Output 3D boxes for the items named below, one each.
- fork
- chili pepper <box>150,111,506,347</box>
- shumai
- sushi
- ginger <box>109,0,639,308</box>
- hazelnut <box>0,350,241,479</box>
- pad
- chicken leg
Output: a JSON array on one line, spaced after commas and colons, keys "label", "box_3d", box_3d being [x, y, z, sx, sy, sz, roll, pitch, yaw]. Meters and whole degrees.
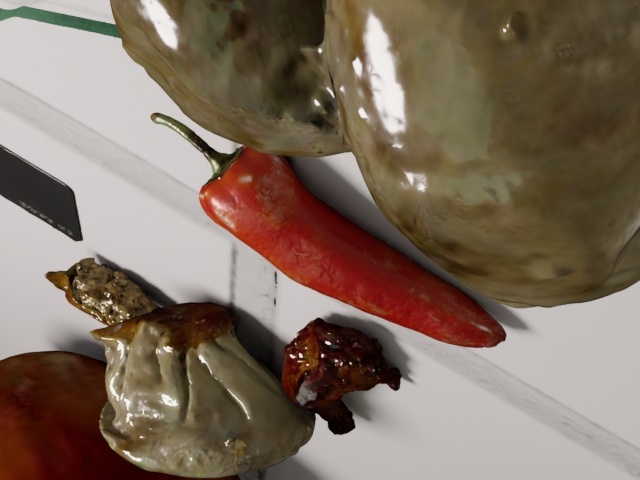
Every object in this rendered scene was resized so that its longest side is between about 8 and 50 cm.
[{"label": "fork", "box_3d": [-0.182, -0.142, 0.895, 0.235, 0.039, 0.021, 18, 156, 27]}, {"label": "chili pepper", "box_3d": [0.000, 0.000, 0.893, 0.272, 0.063, 0.071, 35, 169, -6]}, {"label": "shumai", "box_3d": [-0.099, 0.115, 1.178, 0.201, 0.201, 0.120, 18, 110, 33]}, {"label": "sushi", "box_3d": [-0.187, 0.054, 1.239, 0.120, 0.052, 0.055, 30, 155, 9]}, {"label": "ginger", "box_3d": [0.022, -0.096, 0.593, 0.304, 0.155, 0.244, 27, 163, 36]}, {"label": "hazelnut", "box_3d": [-0.260, 0.309, 1.470, 0.421, 0.353, 0.421, 48, 179, 1]}, {"label": "pad", "box_3d": [-0.278, -0.058, 1.211, 0.157, 0.003, 0.112, 30, 156, 10]}, {"label": "chicken leg", "box_3d": [0.010, 0.112, 1.106, 0.093, 0.053, 0.205, 22, 161, -6]}]
